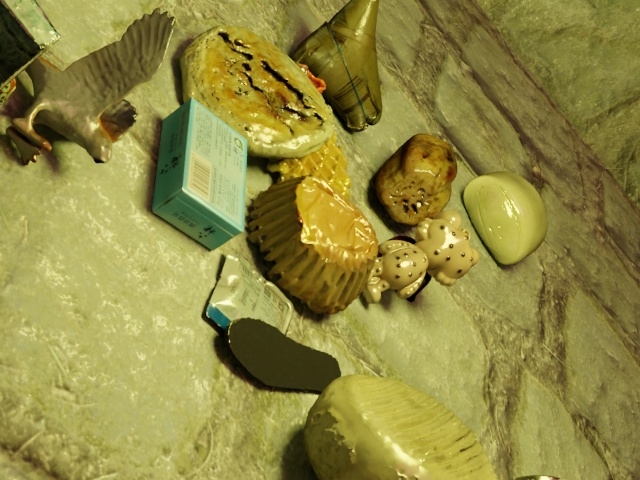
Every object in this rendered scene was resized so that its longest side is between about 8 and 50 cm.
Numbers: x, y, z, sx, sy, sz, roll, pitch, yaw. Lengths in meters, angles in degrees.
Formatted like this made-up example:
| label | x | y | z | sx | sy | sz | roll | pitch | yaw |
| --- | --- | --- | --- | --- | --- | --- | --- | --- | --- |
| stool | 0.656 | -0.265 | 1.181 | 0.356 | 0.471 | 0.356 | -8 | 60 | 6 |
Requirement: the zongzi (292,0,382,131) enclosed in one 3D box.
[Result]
| label | x | y | z | sx | sy | sz | roll | pitch | yaw |
| --- | --- | --- | --- | --- | --- | --- | --- | --- | --- |
| zongzi | 0.113 | -0.417 | 2.316 | 0.260 | 0.289 | 0.123 | 47 | 19 | -18 |

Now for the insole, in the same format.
| label | x | y | z | sx | sy | sz | roll | pitch | yaw |
| --- | --- | --- | --- | --- | --- | --- | --- | --- | --- |
| insole | -0.057 | 0.202 | 1.746 | 0.309 | 0.012 | 0.110 | 24 | 55 | -50 |

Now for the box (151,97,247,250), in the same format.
| label | x | y | z | sx | sy | sz | roll | pitch | yaw |
| --- | --- | --- | --- | --- | --- | --- | --- | --- | --- |
| box | -0.204 | -0.115 | 1.769 | 0.142 | 0.083 | 0.232 | 35 | 36 | -34 |

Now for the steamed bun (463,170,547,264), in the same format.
| label | x | y | z | sx | sy | sz | roll | pitch | yaw |
| --- | --- | --- | --- | --- | --- | --- | --- | --- | --- |
| steamed bun | 0.497 | -0.072 | 2.709 | 0.200 | 0.154 | 0.250 | -14 | 73 | -60 |

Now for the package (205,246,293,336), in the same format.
| label | x | y | z | sx | sy | sz | roll | pitch | yaw |
| --- | --- | --- | --- | --- | --- | --- | --- | --- | --- |
| package | -0.117 | 0.118 | 1.743 | 0.171 | 0.027 | 0.173 | 48 | 37 | -25 |

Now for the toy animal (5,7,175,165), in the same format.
| label | x | y | z | sx | sy | sz | roll | pitch | yaw |
| --- | --- | --- | --- | --- | --- | --- | --- | --- | --- |
| toy animal | -0.406 | -0.258 | 1.559 | 0.284 | 0.225 | 0.302 | 30 | 48 | -11 |

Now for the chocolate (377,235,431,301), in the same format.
| label | x | y | z | sx | sy | sz | roll | pitch | yaw |
| --- | --- | --- | --- | --- | --- | --- | --- | --- | --- |
| chocolate | 0.192 | 0.048 | 2.219 | 0.149 | 0.080 | 0.125 | 51 | 31 | -11 |

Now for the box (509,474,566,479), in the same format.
| label | x | y | z | sx | sy | sz | roll | pitch | yaw |
| --- | --- | --- | --- | --- | --- | --- | --- | --- | --- |
| box | 0.439 | 0.563 | 2.065 | 0.151 | 0.151 | 0.135 | 35 | 46 | -35 |

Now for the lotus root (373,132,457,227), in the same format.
| label | x | y | z | sx | sy | sz | roll | pitch | yaw |
| --- | --- | --- | --- | --- | --- | --- | --- | --- | --- |
| lotus root | 0.231 | -0.138 | 2.354 | 0.193 | 0.193 | 0.291 | 52 | 27 | -11 |

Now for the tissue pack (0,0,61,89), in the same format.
| label | x | y | z | sx | sy | sz | roll | pitch | yaw |
| --- | --- | --- | --- | --- | --- | --- | --- | --- | --- |
| tissue pack | -0.473 | -0.265 | 1.343 | 0.173 | 0.235 | 0.073 | 52 | 30 | -10 |

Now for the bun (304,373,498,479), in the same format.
| label | x | y | z | sx | sy | sz | roll | pitch | yaw |
| --- | --- | --- | --- | --- | --- | --- | --- | --- | --- |
| bun | 0.124 | 0.380 | 1.676 | 0.362 | 0.234 | 0.326 | 39 | 26 | -4 |

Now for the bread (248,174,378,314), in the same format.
| label | x | y | z | sx | sy | sz | roll | pitch | yaw |
| --- | --- | --- | --- | --- | --- | --- | --- | --- | --- |
| bread | 0.000 | 0.000 | 1.906 | 0.274 | 0.149 | 0.274 | 26 | 50 | -35 |

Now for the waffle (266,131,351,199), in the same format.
| label | x | y | z | sx | sy | sz | roll | pitch | yaw |
| --- | --- | --- | --- | --- | --- | --- | --- | --- | --- |
| waffle | -0.034 | -0.186 | 2.108 | 0.283 | 0.065 | 0.309 | 10 | 54 | -54 |

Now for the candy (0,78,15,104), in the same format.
| label | x | y | z | sx | sy | sz | roll | pitch | yaw |
| --- | --- | --- | --- | --- | --- | --- | --- | --- | --- |
| candy | -0.545 | -0.305 | 1.460 | 0.288 | 0.078 | 0.084 | 49 | 50 | 1 |

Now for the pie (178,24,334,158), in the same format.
| label | x | y | z | sx | sy | sz | roll | pitch | yaw |
| --- | --- | --- | --- | --- | --- | --- | --- | --- | --- |
| pie | -0.120 | -0.288 | 1.989 | 0.339 | 0.077 | 0.339 | 22 | 44 | -23 |

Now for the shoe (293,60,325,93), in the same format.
| label | x | y | z | sx | sy | sz | roll | pitch | yaw |
| --- | --- | --- | --- | --- | --- | --- | --- | --- | --- |
| shoe | -0.069 | -0.364 | 2.201 | 0.194 | 0.077 | 0.074 | 40 | 35 | -31 |

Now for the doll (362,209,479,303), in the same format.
| label | x | y | z | sx | sy | sz | roll | pitch | yaw |
| --- | --- | --- | --- | --- | --- | --- | --- | --- | --- |
| doll | 0.195 | 0.035 | 2.108 | 0.278 | 0.119 | 0.154 | -15 | 91 | -24 |
